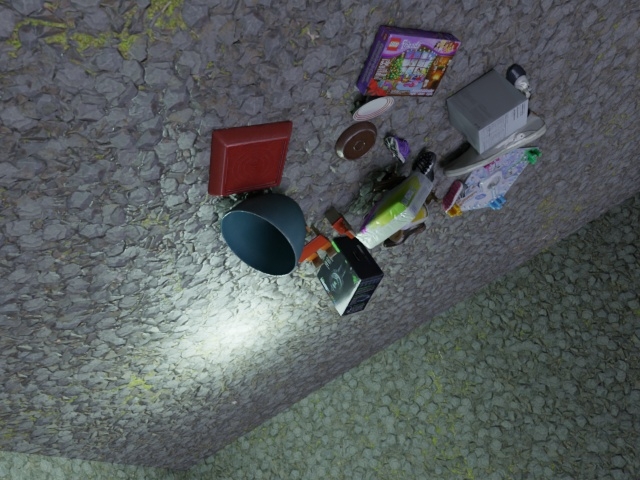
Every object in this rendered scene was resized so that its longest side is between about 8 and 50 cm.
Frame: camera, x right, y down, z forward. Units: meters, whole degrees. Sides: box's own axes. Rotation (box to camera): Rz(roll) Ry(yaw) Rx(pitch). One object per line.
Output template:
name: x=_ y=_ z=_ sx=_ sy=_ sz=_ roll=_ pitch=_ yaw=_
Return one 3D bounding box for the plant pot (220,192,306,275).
plant pot: x=-0.165 y=-0.049 z=1.703 sx=0.195 sy=0.291 sz=0.290 roll=-57 pitch=166 yaw=-37

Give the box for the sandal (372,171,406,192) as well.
sandal: x=0.266 y=-0.235 z=1.969 sx=0.219 sy=0.060 sz=0.090 roll=-18 pitch=167 yaw=-48

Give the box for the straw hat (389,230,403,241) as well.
straw hat: x=0.308 y=-0.061 z=2.249 sx=0.061 sy=0.144 sz=0.145 roll=-1 pitch=174 yaw=43

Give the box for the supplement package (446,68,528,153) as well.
supplement package: x=0.605 y=-0.467 z=1.818 sx=0.203 sy=0.194 sz=0.149 roll=-33 pitch=149 yaw=2

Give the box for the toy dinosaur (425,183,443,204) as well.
toy dinosaur: x=0.470 y=-0.202 z=2.184 sx=0.053 sy=0.183 sz=0.092 roll=7 pitch=94 yaw=-18

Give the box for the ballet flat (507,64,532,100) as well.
ballet flat: x=0.767 y=-0.591 z=1.907 sx=0.074 sy=0.074 sz=0.203 roll=-39 pitch=148 yaw=12

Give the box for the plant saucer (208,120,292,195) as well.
plant saucer: x=-0.214 y=-0.242 z=1.562 sx=0.259 sy=0.047 sz=0.258 roll=-13 pitch=144 yaw=-26

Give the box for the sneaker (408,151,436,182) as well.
sneaker: x=0.426 y=-0.279 z=2.044 sx=0.106 sy=0.078 sz=0.234 roll=-17 pitch=149 yaw=-29

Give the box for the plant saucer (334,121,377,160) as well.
plant saucer: x=0.130 y=-0.338 z=1.746 sx=0.169 sy=0.029 sz=0.168 roll=-23 pitch=148 yaw=-15

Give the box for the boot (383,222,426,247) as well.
boot: x=0.377 y=-0.054 z=2.338 sx=0.219 sy=0.082 sz=0.106 roll=-30 pitch=127 yaw=4

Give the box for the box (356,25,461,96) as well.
box: x=0.272 y=-0.546 z=1.549 sx=0.294 sy=0.057 sz=0.200 roll=-9 pitch=142 yaw=-32

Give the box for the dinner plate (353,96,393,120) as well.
dinner plate: x=0.170 y=-0.432 z=1.624 sx=0.141 sy=0.017 sz=0.141 roll=-20 pitch=171 yaw=-3

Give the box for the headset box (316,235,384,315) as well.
headset box: x=0.130 y=0.146 z=2.211 sx=0.131 sy=0.246 sz=0.283 roll=-11 pitch=144 yaw=-31

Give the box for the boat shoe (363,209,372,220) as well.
boat shoe: x=0.243 y=-0.112 z=2.148 sx=0.125 sy=0.038 sz=0.046 roll=-23 pitch=147 yaw=-15

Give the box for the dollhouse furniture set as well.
dollhouse furniture set: x=0.000 y=0.000 z=2.000 sx=0.259 sy=0.135 sz=0.262 roll=-38 pitch=148 yaw=10

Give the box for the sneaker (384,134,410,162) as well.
sneaker: x=0.289 y=-0.352 z=1.849 sx=0.071 sy=0.068 sz=0.170 roll=-52 pitch=155 yaw=3

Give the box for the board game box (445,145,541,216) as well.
board game box: x=0.839 y=-0.279 z=2.425 sx=0.390 sy=0.050 sz=0.389 roll=-10 pitch=142 yaw=-32

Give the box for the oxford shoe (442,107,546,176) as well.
oxford shoe: x=0.702 y=-0.404 z=2.071 sx=0.450 sy=0.169 sz=0.130 roll=-29 pitch=108 yaw=10

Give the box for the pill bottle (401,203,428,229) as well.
pill bottle: x=0.379 y=-0.105 z=2.190 sx=0.184 sy=0.103 sz=0.103 roll=-20 pitch=148 yaw=-36

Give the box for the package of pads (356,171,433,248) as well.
package of pads: x=0.291 y=-0.119 z=1.957 sx=0.296 sy=0.101 sz=0.229 roll=-39 pitch=-168 yaw=50

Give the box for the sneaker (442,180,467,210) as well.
sneaker: x=0.632 y=-0.204 z=2.334 sx=0.075 sy=0.063 sz=0.170 roll=-3 pitch=134 yaw=-29
